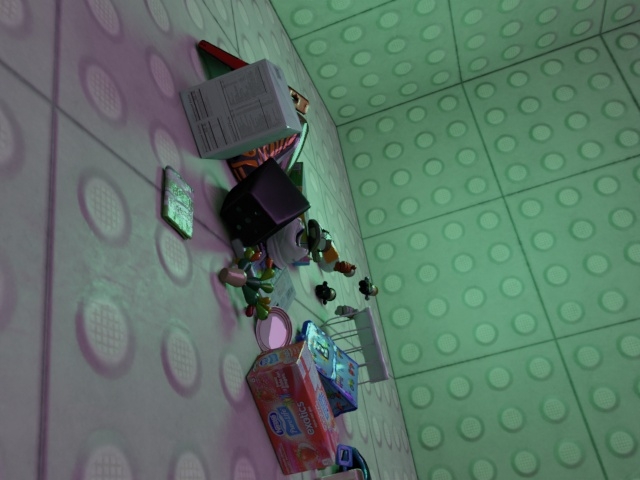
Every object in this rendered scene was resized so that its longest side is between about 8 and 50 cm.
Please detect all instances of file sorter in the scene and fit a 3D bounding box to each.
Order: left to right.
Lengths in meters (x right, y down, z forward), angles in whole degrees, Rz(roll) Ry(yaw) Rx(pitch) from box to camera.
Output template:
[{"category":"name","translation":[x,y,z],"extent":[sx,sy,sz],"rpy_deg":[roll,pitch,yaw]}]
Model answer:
[{"category":"file sorter","translation":[0.123,0.423,2.216],"extent":[0.193,0.173,0.278],"rpy_deg":[124,-46,-68]}]

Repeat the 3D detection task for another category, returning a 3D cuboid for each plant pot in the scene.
[{"category":"plant pot","translation":[-0.174,-0.091,1.635],"extent":[0.187,0.188,0.167],"rpy_deg":[51,32,-9]},{"category":"plant pot","translation":[-0.161,-0.325,2.074],"extent":[0.215,0.215,0.231],"rpy_deg":[55,37,-56]}]

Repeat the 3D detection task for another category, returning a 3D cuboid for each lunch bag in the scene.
[{"category":"lunch bag","translation":[0.000,0.424,1.952],"extent":[0.293,0.138,0.221],"rpy_deg":[54,20,-21]}]

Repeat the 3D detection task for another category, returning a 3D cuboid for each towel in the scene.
[{"category":"towel","translation":[-0.336,-0.088,1.346],"extent":[0.113,0.023,0.152],"rpy_deg":[54,25,-51]}]

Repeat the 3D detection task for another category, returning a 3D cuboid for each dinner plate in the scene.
[{"category":"dinner plate","translation":[-0.134,0.260,1.648],"extent":[0.141,0.017,0.141],"rpy_deg":[12,74,-47]}]

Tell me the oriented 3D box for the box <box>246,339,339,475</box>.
[{"category":"box","translation":[-0.065,0.440,1.525],"extent":[0.154,0.142,0.300],"rpy_deg":[-62,133,-73]}]

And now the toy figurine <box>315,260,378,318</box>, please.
[{"category":"toy figurine","translation":[0.109,0.209,2.395],"extent":[0.209,0.213,0.148],"rpy_deg":[39,2,25]}]

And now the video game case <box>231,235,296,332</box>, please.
[{"category":"video game case","translation":[-0.169,0.094,1.797],"extent":[0.329,0.036,0.300],"rpy_deg":[-59,131,-73]}]

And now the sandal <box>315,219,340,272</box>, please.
[{"category":"sandal","translation":[0.016,0.015,2.565],"extent":[0.076,0.101,0.265],"rpy_deg":[-69,138,-66]}]

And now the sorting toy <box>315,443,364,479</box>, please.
[{"category":"sorting toy","translation":[0.064,0.797,1.726],"extent":[0.196,0.047,0.348],"rpy_deg":[8,61,-42]}]

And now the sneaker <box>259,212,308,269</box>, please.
[{"category":"sneaker","translation":[-0.118,-0.059,1.837],"extent":[0.111,0.129,0.297],"rpy_deg":[25,47,-70]}]

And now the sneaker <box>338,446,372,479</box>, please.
[{"category":"sneaker","translation":[0.121,0.831,1.833],"extent":[0.140,0.125,0.341],"rpy_deg":[83,-9,-49]}]

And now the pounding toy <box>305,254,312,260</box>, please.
[{"category":"pounding toy","translation":[-0.105,0.024,2.015],"extent":[0.130,0.100,0.141],"rpy_deg":[-33,107,-77]}]

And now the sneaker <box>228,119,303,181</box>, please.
[{"category":"sneaker","translation":[-0.182,-0.336,1.862],"extent":[0.321,0.124,0.180],"rpy_deg":[-57,133,-29]}]

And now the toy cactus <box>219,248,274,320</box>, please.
[{"category":"toy cactus","translation":[-0.200,0.109,1.538],"extent":[0.180,0.112,0.219],"rpy_deg":[24,52,-48]}]

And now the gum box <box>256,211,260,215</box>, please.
[{"category":"gum box","translation":[-0.198,-0.146,1.972],"extent":[0.184,0.041,0.157],"rpy_deg":[58,19,-52]}]

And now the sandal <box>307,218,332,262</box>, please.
[{"category":"sandal","translation":[0.000,-0.001,2.129],"extent":[0.303,0.086,0.120],"rpy_deg":[79,6,-74]}]

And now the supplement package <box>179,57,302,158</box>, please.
[{"category":"supplement package","translation":[-0.221,-0.367,1.647],"extent":[0.199,0.262,0.198],"rpy_deg":[-34,106,-78]}]

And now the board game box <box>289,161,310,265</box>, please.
[{"category":"board game box","translation":[-0.082,-0.099,2.165],"extent":[0.242,0.064,0.317],"rpy_deg":[-91,177,-53]}]

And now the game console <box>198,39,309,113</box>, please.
[{"category":"game console","translation":[-0.216,-0.554,1.989],"extent":[0.342,0.060,0.386],"rpy_deg":[29,9,7]}]
